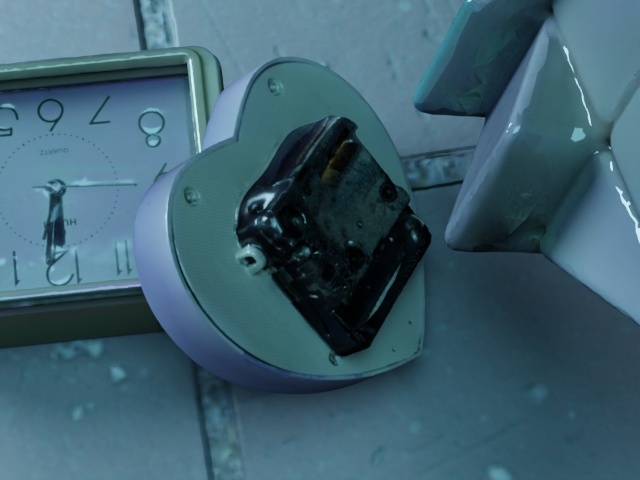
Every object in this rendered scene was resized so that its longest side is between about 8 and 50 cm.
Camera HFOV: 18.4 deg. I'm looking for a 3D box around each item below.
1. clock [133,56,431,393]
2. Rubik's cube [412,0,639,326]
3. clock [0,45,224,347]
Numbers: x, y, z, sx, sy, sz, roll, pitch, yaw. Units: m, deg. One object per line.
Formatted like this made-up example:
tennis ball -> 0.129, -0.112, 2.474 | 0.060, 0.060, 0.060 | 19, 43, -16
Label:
clock -> 0.000, 0.000, 1.040 | 0.172, 0.064, 0.198 | 49, 46, -16
Rubik's cube -> 0.249, -0.106, 0.961 | 0.387, 0.358, 0.368 | 3, 49, -25
clock -> -0.142, -0.021, 1.082 | 0.192, 0.071, 0.147 | -5, 71, -4
